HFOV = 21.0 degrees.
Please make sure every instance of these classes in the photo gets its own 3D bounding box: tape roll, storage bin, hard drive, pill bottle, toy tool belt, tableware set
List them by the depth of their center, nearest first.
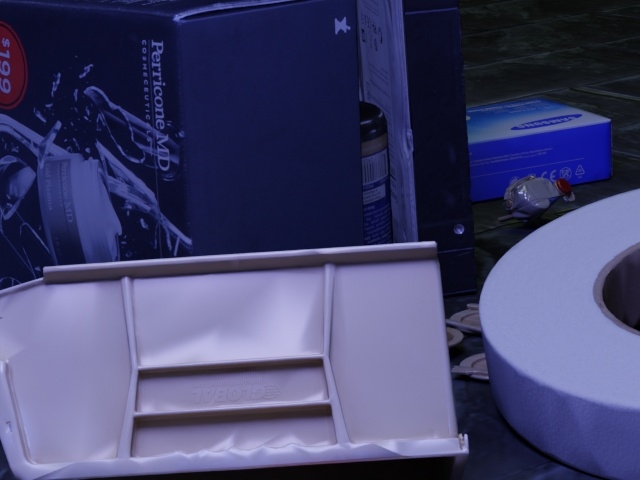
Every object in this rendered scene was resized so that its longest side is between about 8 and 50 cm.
[{"bbox_3d":[-0.049,0.101,1.048,0.260,0.123,0.262,-4,-16,2],"label":"storage bin"},{"bbox_3d":[0.316,0.057,1.309,0.392,0.072,0.392,-9,24,4],"label":"tape roll"},{"bbox_3d":[0.000,0.000,1.431,0.123,0.219,0.123,-3,15,1],"label":"pill bottle"},{"bbox_3d":[0.147,0.082,1.474,0.141,0.020,0.169,10,20,39],"label":"tableware set"},{"bbox_3d":[0.085,-0.136,1.677,0.064,0.338,0.237,-8,17,-8],"label":"hard drive"},{"bbox_3d":[0.226,-0.041,1.833,0.083,0.052,0.051,-14,-25,-47],"label":"toy tool belt"}]

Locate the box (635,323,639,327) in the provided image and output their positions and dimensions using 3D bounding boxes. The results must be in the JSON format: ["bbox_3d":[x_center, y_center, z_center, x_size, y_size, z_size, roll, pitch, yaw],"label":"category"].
[{"bbox_3d":[0.354,0.031,1.543,0.231,0.056,0.183,6,19,30],"label":"box"}]

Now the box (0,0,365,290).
[{"bbox_3d":[-0.136,-0.029,1.338,0.313,0.343,0.179,11,20,43],"label":"box"}]

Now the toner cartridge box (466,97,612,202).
[{"bbox_3d":[0.148,-0.096,1.999,0.348,0.075,0.165,-10,18,-23],"label":"toner cartridge box"}]
